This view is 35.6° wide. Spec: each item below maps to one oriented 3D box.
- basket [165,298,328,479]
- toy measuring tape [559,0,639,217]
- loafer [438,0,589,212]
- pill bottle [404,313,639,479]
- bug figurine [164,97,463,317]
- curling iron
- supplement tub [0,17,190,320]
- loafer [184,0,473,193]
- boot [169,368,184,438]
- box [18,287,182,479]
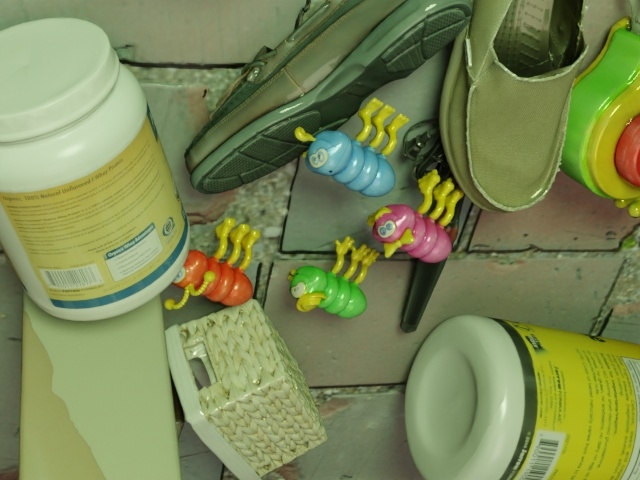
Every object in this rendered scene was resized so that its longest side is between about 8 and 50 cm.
[{"bbox_3d":[-0.071,0.149,0.988,0.103,0.113,0.167,-25,142,0],"label":"basket"},{"bbox_3d":[0.235,-0.139,0.827,0.121,0.121,0.330,-23,126,6],"label":"toy measuring tape"},{"bbox_3d":[0.155,-0.132,0.790,0.102,0.092,0.268,-12,121,-11],"label":"loafer"},{"bbox_3d":[0.275,0.194,1.082,0.334,0.188,0.188,12,127,-25],"label":"pill bottle"},{"bbox_3d":[0.000,0.000,0.872,0.216,0.072,0.279,20,136,-36],"label":"bug figurine"},{"bbox_3d":[0.102,-0.010,0.958,0.068,0.035,0.274,5,135,1],"label":"curling iron"},{"bbox_3d":[-0.190,-0.052,0.760,0.144,0.144,0.200,-15,134,-2],"label":"supplement tub"},{"bbox_3d":[-0.007,-0.137,0.797,0.267,0.084,0.096,-33,162,19],"label":"loafer"},{"bbox_3d":[-0.173,0.175,0.990,0.037,0.114,0.106,23,122,-32],"label":"boot"},{"bbox_3d":[-0.189,0.163,0.840,0.121,0.311,0.148,-1,130,-15],"label":"box"}]
